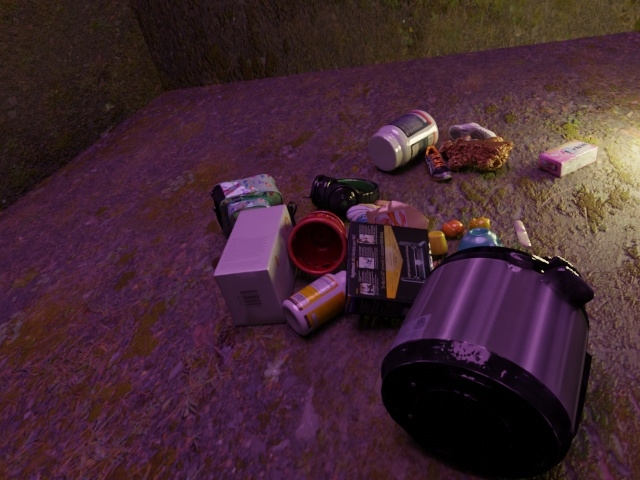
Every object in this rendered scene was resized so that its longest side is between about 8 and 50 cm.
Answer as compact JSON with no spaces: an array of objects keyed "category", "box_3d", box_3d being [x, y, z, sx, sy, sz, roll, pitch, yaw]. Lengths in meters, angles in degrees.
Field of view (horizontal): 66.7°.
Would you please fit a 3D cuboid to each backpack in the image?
[{"category":"backpack","box_3d":[-0.269,-0.134,1.878,0.254,0.225,0.191,-21,57,-19]}]

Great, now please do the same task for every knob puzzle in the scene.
[{"category":"knob puzzle","box_3d":[0.263,-0.038,1.618,0.213,0.213,0.030,-7,-3,9]}]

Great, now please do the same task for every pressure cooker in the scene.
[{"category":"pressure cooker","box_3d":[0.359,0.215,1.025,0.370,0.375,0.420,6,39,31]}]

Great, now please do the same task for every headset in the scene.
[{"category":"headset","box_3d":[0.045,-0.149,1.901,0.395,0.185,0.243,-14,26,-29]}]

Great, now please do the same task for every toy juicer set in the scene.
[{"category":"toy juicer set","box_3d":[0.519,-0.002,1.545,0.329,0.089,0.209,3,24,36]}]

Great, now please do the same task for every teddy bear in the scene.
[{"category":"teddy bear","box_3d":[0.635,-0.357,2.006,0.245,0.113,0.338,-30,29,-34]}]

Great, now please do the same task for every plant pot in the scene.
[{"category":"plant pot","box_3d":[0.000,0.000,1.609,0.191,0.191,0.174,-6,14,11]}]

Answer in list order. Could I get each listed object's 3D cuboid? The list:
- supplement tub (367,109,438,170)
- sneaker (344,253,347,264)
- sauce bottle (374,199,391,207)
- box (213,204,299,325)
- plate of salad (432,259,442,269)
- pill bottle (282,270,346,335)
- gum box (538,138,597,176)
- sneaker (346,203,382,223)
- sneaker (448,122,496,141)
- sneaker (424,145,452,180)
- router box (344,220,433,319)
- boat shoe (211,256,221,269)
[{"category":"supplement tub","box_3d":[0.359,-0.433,2.112,0.272,0.191,0.191,-33,39,-27]},{"category":"sneaker","box_3d":[0.128,0.097,1.559,0.128,0.087,0.221,-17,33,39]},{"category":"sauce bottle","box_3d":[0.268,-0.127,1.836,0.128,0.042,0.042,10,41,33]},{"category":"box","box_3d":[-0.188,0.072,1.553,0.169,0.214,0.345,-7,34,12]},{"category":"plate of salad","box_3d":[0.364,0.120,1.446,0.200,0.048,0.199,-9,34,6]},{"category":"pill bottle","box_3d":[0.003,0.176,1.427,0.215,0.117,0.117,-31,38,-24]},{"category":"gum box","box_3d":[0.939,-0.314,1.856,0.189,0.062,0.107,-23,35,-14]},{"category":"sneaker","box_3d":[0.186,-0.084,1.721,0.240,0.091,0.126,10,4,28]},{"category":"sneaker","box_3d":[0.692,-0.485,2.166,0.115,0.090,0.232,-29,38,-27]},{"category":"sneaker","box_3d":[0.476,-0.316,2.001,0.084,0.083,0.214,-14,36,-4]},{"category":"router box","box_3d":[0.198,0.082,1.410,0.243,0.081,0.308,7,43,0]},{"category":"boat shoe","box_3d":[-0.315,0.085,1.734,0.153,0.048,0.056,-4,80,20]}]
